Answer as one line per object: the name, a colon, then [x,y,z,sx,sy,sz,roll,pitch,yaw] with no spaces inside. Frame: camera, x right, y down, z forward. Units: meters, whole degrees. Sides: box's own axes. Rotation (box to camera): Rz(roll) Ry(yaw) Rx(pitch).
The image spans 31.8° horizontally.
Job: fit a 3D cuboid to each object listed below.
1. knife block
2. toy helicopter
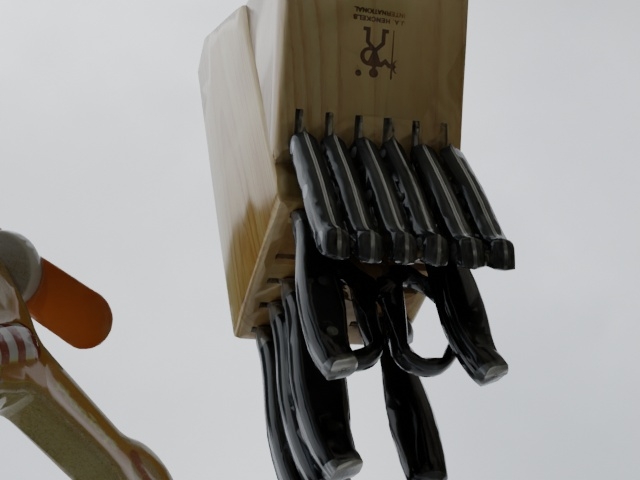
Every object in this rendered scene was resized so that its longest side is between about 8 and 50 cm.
knife block: [0.000,0.000,0.547,0.088,0.276,0.242,5,-92,-17]
toy helicopter: [-0.223,0.084,0.814,0.355,0.140,0.235,52,-169,-20]
